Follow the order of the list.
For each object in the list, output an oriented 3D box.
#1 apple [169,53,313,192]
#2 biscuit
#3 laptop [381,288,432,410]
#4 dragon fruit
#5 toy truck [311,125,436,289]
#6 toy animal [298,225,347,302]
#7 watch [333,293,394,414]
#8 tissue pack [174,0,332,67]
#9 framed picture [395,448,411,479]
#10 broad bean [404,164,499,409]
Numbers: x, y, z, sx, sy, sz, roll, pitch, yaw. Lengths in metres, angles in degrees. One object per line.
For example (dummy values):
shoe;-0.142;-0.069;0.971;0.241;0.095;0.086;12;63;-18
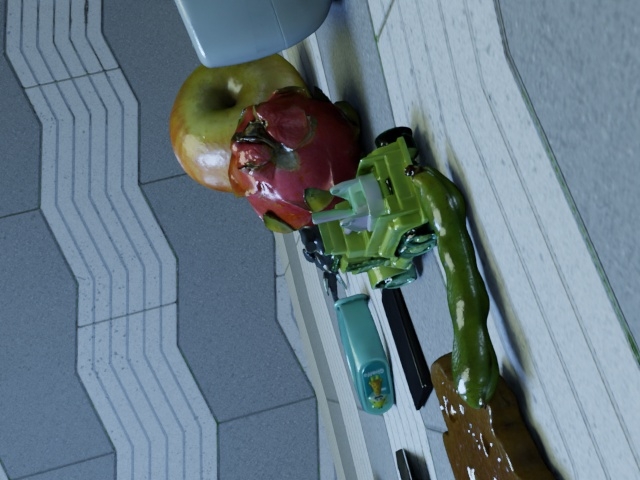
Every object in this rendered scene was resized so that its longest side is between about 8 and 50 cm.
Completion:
apple;-0.143;-0.223;1.570;0.233;0.286;0.286;47;-157;-63
biscuit;0.188;0.264;0.886;0.278;0.043;0.302;-119;19;-55
laptop;0.128;0.152;1.260;0.135;0.016;0.197;89;166;-65
dragon fruit;-0.037;-0.124;1.232;0.227;0.224;0.224;82;172;-74
toy truck;0.056;-0.022;1.004;0.259;0.135;0.128;88;167;-72
toy animal;0.002;0.002;1.678;0.137;0.082;0.270;173;79;-86
watch;0.081;0.210;1.537;0.195;0.068;0.237;-111;6;-55
tissue pack;-0.108;-0.400;1.197;0.333;0.236;0.229;-116;5;-59
framed picture;0.174;0.513;1.435;0.209;0.019;0.281;48;-153;-83
broad bean;0.134;0.038;0.810;0.052;0.052;0.256;52;-155;-74
